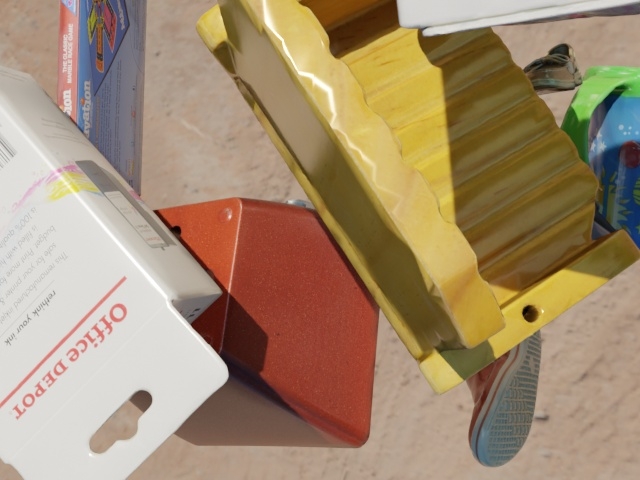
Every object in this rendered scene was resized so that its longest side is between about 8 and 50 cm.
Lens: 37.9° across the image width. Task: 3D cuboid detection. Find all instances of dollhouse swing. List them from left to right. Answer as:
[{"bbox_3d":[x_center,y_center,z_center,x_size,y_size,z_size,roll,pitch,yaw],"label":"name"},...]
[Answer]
[{"bbox_3d":[0.102,-0.099,0.702,0.347,0.315,0.305,57,161,8],"label":"dollhouse swing"}]

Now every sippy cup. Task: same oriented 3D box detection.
[{"bbox_3d":[0.436,-0.096,1.188,0.305,0.240,0.224,9,98,3],"label":"sippy cup"}]

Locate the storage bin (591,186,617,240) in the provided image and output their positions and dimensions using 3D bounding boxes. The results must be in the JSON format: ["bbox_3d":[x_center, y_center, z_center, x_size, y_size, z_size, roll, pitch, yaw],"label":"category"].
[{"bbox_3d":[0.280,-0.014,1.019,0.135,0.091,0.098,24,110,-46],"label":"storage bin"}]

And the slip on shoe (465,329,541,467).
[{"bbox_3d":[0.263,0.216,1.399,0.101,0.331,0.123,-7,118,24],"label":"slip on shoe"}]

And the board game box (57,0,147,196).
[{"bbox_3d":[-0.231,-0.189,0.996,0.027,0.145,0.281,3,92,16],"label":"board game box"}]

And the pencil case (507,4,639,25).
[{"bbox_3d":[0.181,-0.220,0.690,0.124,0.114,0.273,22,175,-35],"label":"pencil case"}]

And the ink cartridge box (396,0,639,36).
[{"bbox_3d":[0.131,-0.248,0.425,0.201,0.117,0.278,-1,103,35],"label":"ink cartridge box"}]

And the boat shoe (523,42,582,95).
[{"bbox_3d":[0.236,-0.176,0.954,0.056,0.153,0.048,-4,100,29],"label":"boat shoe"}]

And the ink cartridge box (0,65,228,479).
[{"bbox_3d":[-0.236,0.040,0.802,0.207,0.119,0.353,-44,80,10],"label":"ink cartridge box"}]

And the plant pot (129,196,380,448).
[{"bbox_3d":[-0.106,0.084,1.078,0.267,0.267,0.235,-7,156,32],"label":"plant pot"}]

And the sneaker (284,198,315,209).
[{"bbox_3d":[0.000,0.000,1.598,0.092,0.228,0.087,25,99,-34],"label":"sneaker"}]
